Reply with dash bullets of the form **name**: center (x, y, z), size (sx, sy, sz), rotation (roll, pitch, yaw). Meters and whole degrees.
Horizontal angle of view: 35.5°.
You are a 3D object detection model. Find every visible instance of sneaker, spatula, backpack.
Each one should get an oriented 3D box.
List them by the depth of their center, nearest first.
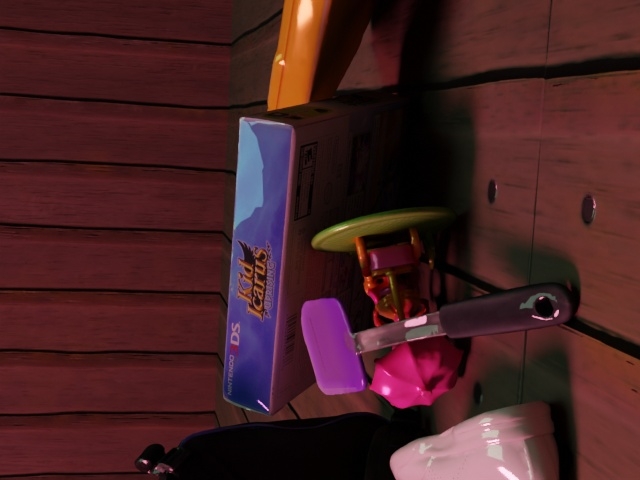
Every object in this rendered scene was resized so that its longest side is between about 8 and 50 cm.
- **sneaker**: center (0.112, 0.185, 0.736), size (0.212, 0.080, 0.094), rotation (123, 135, -66)
- **spatula**: center (0.073, 0.067, 0.762), size (0.296, 0.030, 0.084), rotation (-19, 88, 48)
- **backpack**: center (-0.025, 0.312, 0.930), size (0.213, 0.276, 0.263), rotation (111, 150, -55)

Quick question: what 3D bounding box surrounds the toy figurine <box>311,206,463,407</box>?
- **toy figurine**: center (0.070, 0.068, 0.884), size (0.173, 0.130, 0.159), rotation (79, -179, -79)

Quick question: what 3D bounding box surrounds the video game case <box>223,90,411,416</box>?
- **video game case**: center (0.000, 0.000, 0.975), size (0.244, 0.061, 0.269), rotation (-24, -57, -58)

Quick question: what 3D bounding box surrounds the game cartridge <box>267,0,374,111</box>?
- **game cartridge**: center (0.021, -0.275, 1.002), size (0.323, 0.053, 0.285), rotation (106, -174, -45)
